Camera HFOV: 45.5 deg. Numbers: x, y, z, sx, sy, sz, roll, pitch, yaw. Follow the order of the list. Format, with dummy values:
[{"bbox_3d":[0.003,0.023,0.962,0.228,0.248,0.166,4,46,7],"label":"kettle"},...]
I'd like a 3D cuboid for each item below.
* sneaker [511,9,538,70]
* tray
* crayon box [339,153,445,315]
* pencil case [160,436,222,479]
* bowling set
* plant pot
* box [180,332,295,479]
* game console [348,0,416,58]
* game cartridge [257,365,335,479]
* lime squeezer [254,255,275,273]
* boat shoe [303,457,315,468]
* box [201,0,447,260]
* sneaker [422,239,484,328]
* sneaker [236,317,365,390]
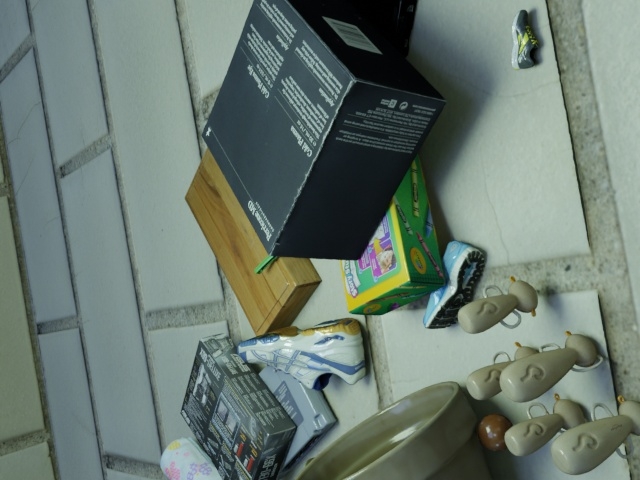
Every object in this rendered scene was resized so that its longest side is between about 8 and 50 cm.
[{"bbox_3d":[0.291,-0.282,1.077,0.035,0.031,0.083,9,108,37],"label":"sneaker"},{"bbox_3d":[-0.161,-0.010,1.663,0.411,0.076,0.203,59,137,27],"label":"tray"},{"bbox_3d":[0.101,-0.031,1.277,0.165,0.081,0.279,-34,59,49],"label":"crayon box"},{"bbox_3d":[-0.295,0.599,1.918,0.273,0.113,0.124,19,102,48],"label":"pencil case"},{"bbox_3d":[0.303,0.209,1.091,0.287,0.154,0.200,60,156,23],"label":"bowling set"},{"bbox_3d":[0.154,0.424,1.193,0.280,0.323,0.323,58,139,4],"label":"plant pot"},{"bbox_3d":[-0.193,0.396,1.697,0.307,0.076,0.243,45,129,38],"label":"box"},{"bbox_3d":[0.084,-0.474,1.287,0.213,0.043,0.362,29,118,45],"label":"game console"},{"bbox_3d":[-0.084,0.377,1.657,0.196,0.060,0.294,57,136,23],"label":"game cartridge"},{"bbox_3d":[0.000,0.000,1.455,0.310,0.058,0.110,-6,97,34],"label":"lime squeezer"},{"bbox_3d":[0.023,0.548,1.532,0.224,0.080,0.073,55,130,23],"label":"boat shoe"},{"bbox_3d":[-0.016,-0.195,1.233,0.313,0.178,0.343,-61,42,30],"label":"box"},{"bbox_3d":[0.206,0.072,1.235,0.073,0.063,0.162,48,123,48],"label":"sneaker"},{"bbox_3d":[-0.044,0.237,1.500,0.296,0.111,0.131,-12,94,39],"label":"sneaker"}]
